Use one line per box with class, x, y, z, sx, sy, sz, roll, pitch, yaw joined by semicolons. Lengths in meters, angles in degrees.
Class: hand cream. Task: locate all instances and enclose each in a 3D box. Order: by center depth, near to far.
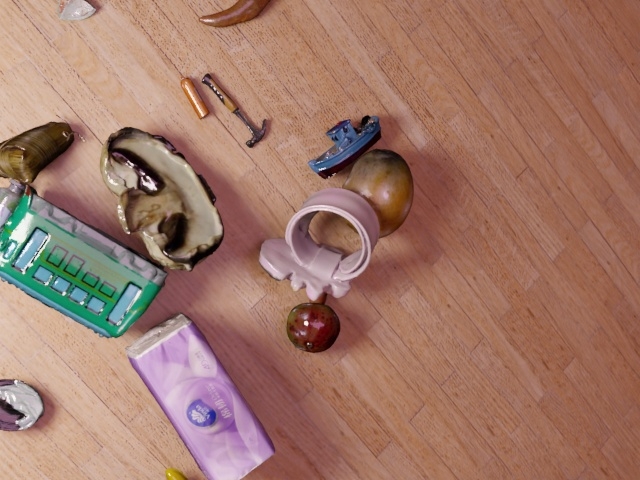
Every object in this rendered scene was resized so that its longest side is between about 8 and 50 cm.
hand cream;-0.699;-0.012;1.451;0.088;0.055;0.256;33;82;-11

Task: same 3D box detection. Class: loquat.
loquat;0.141;-0.116;1.708;0.179;0.179;0.228;27;81;-17

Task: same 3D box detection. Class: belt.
belt;-0.643;0.340;1.439;0.139;0.058;0.105;22;73;-14

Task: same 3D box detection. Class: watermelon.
watermelon;-0.540;-0.526;1.536;0.085;0.061;0.085;1;84;-11

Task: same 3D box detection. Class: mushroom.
mushroom;-0.353;-0.076;1.502;0.344;0.130;0.247;49;42;8

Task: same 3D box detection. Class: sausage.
sausage;-0.297;-0.338;1.631;0.031;0.031;0.107;-31;96;-20

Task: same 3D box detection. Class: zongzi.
zongzi;-0.637;-0.198;1.486;0.187;0.184;0.084;-58;143;-48

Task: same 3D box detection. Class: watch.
watch;0.000;0.000;1.598;0.244;0.231;0.196;25;36;3

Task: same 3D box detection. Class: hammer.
hammer;-0.207;-0.321;1.669;0.078;0.021;0.201;-45;103;-18

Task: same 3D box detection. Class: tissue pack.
tissue pack;-0.264;0.330;1.484;0.160;0.242;0.338;-34;98;-16

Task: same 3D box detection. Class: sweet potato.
sweet potato;-0.173;-0.578;1.683;0.255;0.058;0.078;-41;84;-16

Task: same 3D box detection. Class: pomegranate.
pomegranate;-0.006;0.190;1.657;0.129;0.129;0.159;44;64;-12

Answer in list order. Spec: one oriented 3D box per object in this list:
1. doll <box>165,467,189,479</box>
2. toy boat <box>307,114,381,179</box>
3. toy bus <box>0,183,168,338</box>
doll;-0.375;0.613;1.491;0.237;0.111;0.252;-19;102;-20
toy boat;0.057;-0.243;1.719;0.223;0.100;0.097;-40;109;-21
toy bus;-0.506;0.054;1.446;0.343;0.183;0.200;34;82;-14
